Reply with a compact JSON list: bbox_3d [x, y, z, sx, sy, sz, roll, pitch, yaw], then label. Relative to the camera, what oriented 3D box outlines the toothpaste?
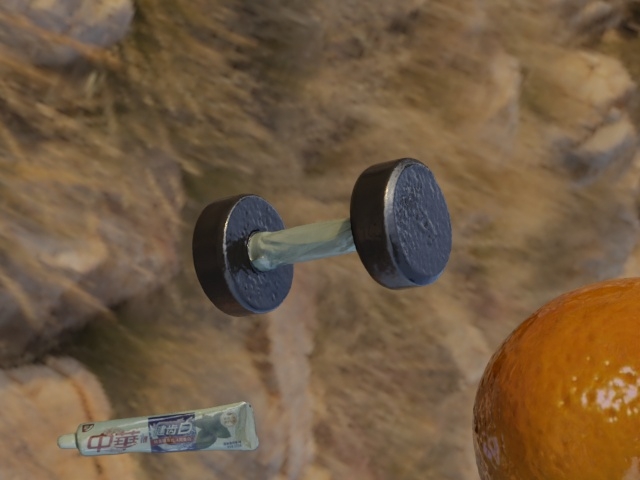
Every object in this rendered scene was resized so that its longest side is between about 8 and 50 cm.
[{"bbox_3d":[-0.190,0.224,1.658,0.038,0.233,0.060,-93,178,-79],"label":"toothpaste"}]

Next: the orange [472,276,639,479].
[{"bbox_3d":[0.198,0.121,0.799,0.240,0.240,0.171,73,20,-62],"label":"orange"}]

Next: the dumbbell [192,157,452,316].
[{"bbox_3d":[0.000,0.000,1.116,0.100,0.191,0.100,20,65,-51],"label":"dumbbell"}]
